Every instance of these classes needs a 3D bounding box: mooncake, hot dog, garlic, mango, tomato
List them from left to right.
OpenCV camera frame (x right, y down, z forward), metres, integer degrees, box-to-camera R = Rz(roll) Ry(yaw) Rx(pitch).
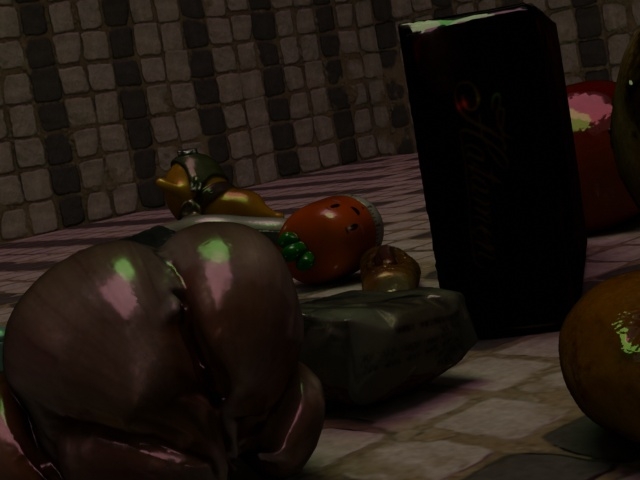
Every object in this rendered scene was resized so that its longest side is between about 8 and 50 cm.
[{"bbox_3d":[-0.108,0.076,0.668,0.214,0.160,0.191,-8,1,-11],"label":"garlic"},{"bbox_3d":[0.028,0.074,0.843,0.125,0.073,0.130,-12,8,-40],"label":"mooncake"},{"bbox_3d":[0.073,0.030,1.265,0.066,0.047,0.216,-7,7,4],"label":"hot dog"},{"bbox_3d":[0.323,-0.105,1.481,0.260,0.180,0.260,-10,4,1],"label":"tomato"},{"bbox_3d":[0.183,0.066,0.642,0.115,0.089,0.165,3,14,22],"label":"mango"}]

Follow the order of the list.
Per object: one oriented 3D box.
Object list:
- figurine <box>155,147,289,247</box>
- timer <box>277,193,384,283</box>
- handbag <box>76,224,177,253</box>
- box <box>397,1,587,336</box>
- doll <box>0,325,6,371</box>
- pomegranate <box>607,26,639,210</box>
[{"bbox_3d":[-0.124,-0.053,1.648,0.250,0.141,0.166,0,-18,2],"label":"figurine"},{"bbox_3d":[0.000,0.000,1.387,0.136,0.099,0.136,-23,-17,-8],"label":"timer"},{"bbox_3d":[-0.175,0.040,1.453,0.175,0.089,0.270,2,11,27],"label":"handbag"},{"bbox_3d":[0.178,-0.081,1.124,0.116,0.264,0.415,-7,8,15],"label":"box"},{"bbox_3d":[-0.347,0.116,1.118,0.158,0.059,0.159,-10,5,3],"label":"doll"},{"bbox_3d":[0.404,-0.109,0.999,0.322,0.322,0.322,-10,7,1],"label":"pomegranate"}]
